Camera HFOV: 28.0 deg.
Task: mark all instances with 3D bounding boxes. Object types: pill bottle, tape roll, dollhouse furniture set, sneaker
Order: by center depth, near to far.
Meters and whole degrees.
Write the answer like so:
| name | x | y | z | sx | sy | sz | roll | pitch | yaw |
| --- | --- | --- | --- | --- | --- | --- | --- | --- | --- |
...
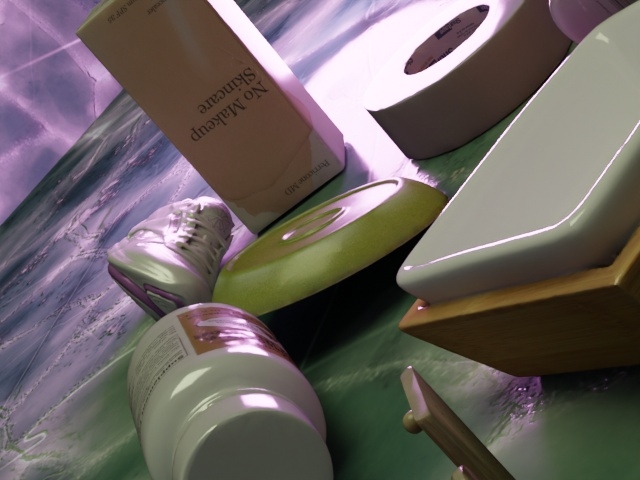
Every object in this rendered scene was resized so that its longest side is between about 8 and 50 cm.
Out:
| name | x | y | z | sx | sy | sz | roll | pitch | yaw |
| --- | --- | --- | --- | --- | --- | --- | --- | --- | --- |
| dollhouse furniture set | 0.035 | 0.177 | 0.628 | 0.151 | 0.123 | 0.144 | -39 | 18 | 8 |
| pill bottle | -0.067 | 0.133 | 0.932 | 0.131 | 0.131 | 0.229 | -42 | 18 | -2 |
| tape roll | 0.151 | -0.181 | 1.323 | 0.219 | 0.072 | 0.219 | -38 | 17 | 14 |
| sneaker | -0.163 | 0.009 | 1.452 | 0.152 | 0.114 | 0.305 | -44 | 18 | -4 |

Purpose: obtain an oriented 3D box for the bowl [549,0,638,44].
| name | x | y | z | sx | sy | sz | roll | pitch | yaw |
| --- | --- | --- | --- | --- | --- | --- | --- | --- | --- |
| bowl | 0.244 | -0.224 | 0.941 | 0.289 | 0.289 | 0.156 | -10 | 53 | 58 |

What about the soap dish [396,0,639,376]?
| name | x | y | z | sx | sy | sz | roll | pitch | yaw |
| --- | --- | --- | --- | --- | --- | --- | --- | --- | --- |
| soap dish | 0.199 | -0.043 | 0.784 | 0.291 | 0.118 | 0.229 | -49 | 12 | -24 |

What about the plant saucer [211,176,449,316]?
| name | x | y | z | sx | sy | sz | roll | pitch | yaw |
| --- | --- | --- | --- | --- | --- | --- | --- | --- | --- |
| plant saucer | 0.000 | 0.000 | 1.160 | 0.241 | 0.037 | 0.241 | -27 | 9 | 5 |

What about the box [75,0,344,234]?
| name | x | y | z | sx | sy | sz | roll | pitch | yaw |
| --- | --- | --- | --- | --- | --- | --- | --- | --- | --- |
| box | -0.119 | -0.176 | 1.474 | 0.148 | 0.311 | 0.121 | -38 | 18 | 14 |
